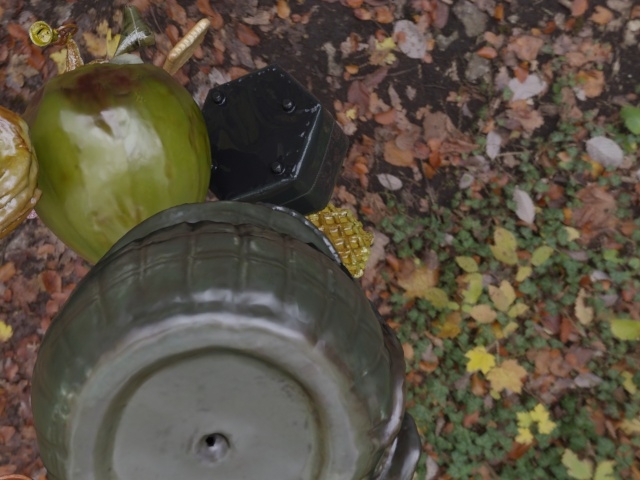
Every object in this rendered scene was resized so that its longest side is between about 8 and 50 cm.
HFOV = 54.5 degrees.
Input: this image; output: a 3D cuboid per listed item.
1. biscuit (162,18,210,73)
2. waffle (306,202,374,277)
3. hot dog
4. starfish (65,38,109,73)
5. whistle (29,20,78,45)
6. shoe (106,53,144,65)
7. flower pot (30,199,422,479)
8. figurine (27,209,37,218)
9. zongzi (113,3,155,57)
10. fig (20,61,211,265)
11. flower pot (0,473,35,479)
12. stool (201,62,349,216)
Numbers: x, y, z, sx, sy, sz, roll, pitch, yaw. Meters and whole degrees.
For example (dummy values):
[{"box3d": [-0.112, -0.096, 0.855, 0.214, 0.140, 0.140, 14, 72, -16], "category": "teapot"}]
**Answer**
[{"box3d": [-0.381, -0.516, 1.706, 0.030, 0.249, 0.160, 43, 76, -15], "category": "biscuit"}, {"box3d": [-0.001, 0.001, 1.535, 0.291, 0.291, 0.051, 1, 142, -18], "category": "waffle"}, {"box3d": [-0.398, -0.037, 0.605, 0.259, 0.114, 0.175, -33, 76, 19], "category": "hot dog"}, {"box3d": [-0.620, -0.386, 1.576, 0.240, 0.043, 0.228, -13, 96, 29], "category": "starfish"}, {"box3d": [-0.527, -0.417, 1.242, 0.046, 0.109, 0.057, 31, 108, -1], "category": "whistle"}, {"box3d": [-0.392, -0.291, 1.432, 0.210, 0.132, 0.342, -29, 153, -34], "category": "shoe"}, {"box3d": [-0.073, 0.121, 0.524, 0.301, 0.213, 0.302, -3, 112, -9], "category": "flower pot"}, {"box3d": [-0.611, -0.087, 1.367, 0.072, 0.129, 0.054, 30, 125, 14], "category": "figurine"}, {"box3d": [-0.341, -0.363, 1.079, 0.083, 0.040, 0.076, -32, 86, -19], "category": "zongzi"}, {"box3d": [-0.251, -0.084, 0.777, 0.239, 0.239, 0.271, -8, 100, -14], "category": "fig"}, {"box3d": [-0.384, 0.420, 0.775, 0.190, 0.191, 0.173, -19, 134, -10], "category": "flower pot"}, {"box3d": [-0.081, -0.140, 0.943, 0.232, 0.232, 0.141, -43, 151, 3], "category": "stool"}]
